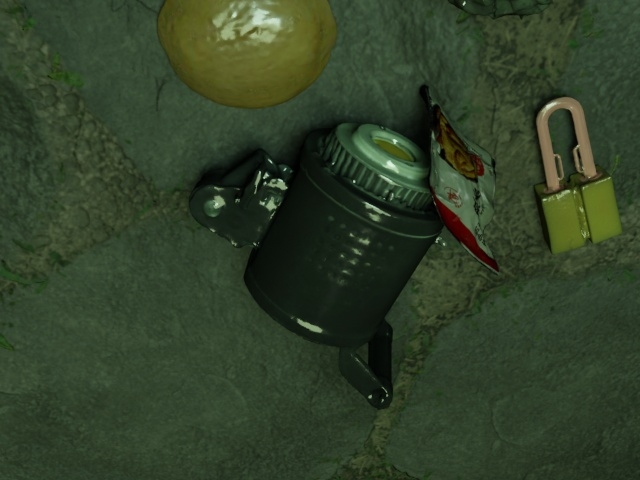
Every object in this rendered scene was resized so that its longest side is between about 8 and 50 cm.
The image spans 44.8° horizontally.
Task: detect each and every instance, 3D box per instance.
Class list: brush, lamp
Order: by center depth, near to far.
[{"bbox_3d":[0.044,-0.006,0.991,0.374,0.205,0.272,42,115,-16],"label":"lamp"},{"bbox_3d":[0.341,-0.094,1.065,0.103,0.047,0.233,-19,122,7],"label":"brush"}]

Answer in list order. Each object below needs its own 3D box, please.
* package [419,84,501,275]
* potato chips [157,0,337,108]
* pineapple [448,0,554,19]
[{"bbox_3d":[0.170,-0.077,0.944,0.030,0.239,0.154,-28,124,32],"label":"package"},{"bbox_3d":[-0.086,-0.237,0.917,0.208,0.062,0.195,16,122,-18],"label":"potato chips"},{"bbox_3d":[0.184,-0.353,0.800,0.223,0.222,0.357,-15,141,4],"label":"pineapple"}]
